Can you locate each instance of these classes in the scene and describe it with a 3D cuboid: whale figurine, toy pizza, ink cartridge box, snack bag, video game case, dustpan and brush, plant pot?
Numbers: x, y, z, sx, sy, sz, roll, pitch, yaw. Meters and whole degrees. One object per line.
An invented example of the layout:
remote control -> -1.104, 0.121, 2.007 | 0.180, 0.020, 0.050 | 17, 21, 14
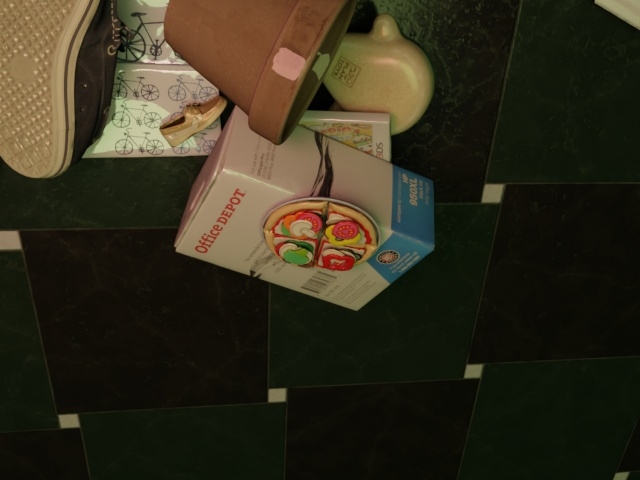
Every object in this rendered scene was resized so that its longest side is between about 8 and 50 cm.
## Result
whale figurine -> 0.075, -0.308, 1.109 | 0.272, 0.141, 0.216 | 30, 123, 3
toy pizza -> 0.000, 0.000, 1.027 | 0.201, 0.032, 0.201 | 3, 144, 3
ink cartridge box -> -0.032, -0.045, 1.144 | 0.395, 0.166, 0.285 | 20, 144, -19
snack bag -> -0.335, -0.306, 1.085 | 0.323, 0.037, 0.342 | -1, 119, -8
video game case -> 0.016, -0.160, 1.137 | 0.227, 0.026, 0.206 | 4, 150, 9
dustpan and brush -> 0.608, -0.497, 1.114 | 0.147, 0.060, 0.211 | 27, 119, -8
plant pot -> -0.101, -0.307, 0.928 | 0.229, 0.263, 0.263 | 28, 113, -3

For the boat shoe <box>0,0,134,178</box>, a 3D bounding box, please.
boat shoe -> -0.391, -0.334, 0.948 | 0.187, 0.156, 0.500 | 25, 120, 9

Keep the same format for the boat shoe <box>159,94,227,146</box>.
boat shoe -> -0.227, -0.218, 1.102 | 0.135, 0.050, 0.045 | -34, 127, 12
